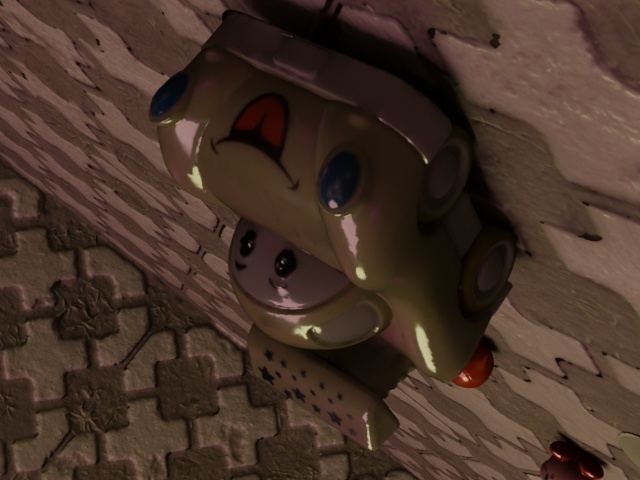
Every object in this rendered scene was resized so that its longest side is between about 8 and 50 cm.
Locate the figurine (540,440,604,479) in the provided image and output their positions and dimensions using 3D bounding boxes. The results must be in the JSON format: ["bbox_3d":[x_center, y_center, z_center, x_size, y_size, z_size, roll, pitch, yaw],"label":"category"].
[{"bbox_3d":[0.339,0.317,1.515,0.067,0.071,0.083,-10,-141,-46],"label":"figurine"}]

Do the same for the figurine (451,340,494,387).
[{"bbox_3d":[0.156,0.135,1.378,0.140,0.068,0.075,14,151,46],"label":"figurine"}]

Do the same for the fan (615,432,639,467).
[{"bbox_3d":[0.436,0.274,1.231,0.190,0.009,0.329,39,168,-4],"label":"fan"}]

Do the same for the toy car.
[{"bbox_3d":[0.000,0.000,0.947,0.242,0.226,0.336,29,166,33],"label":"toy car"}]
